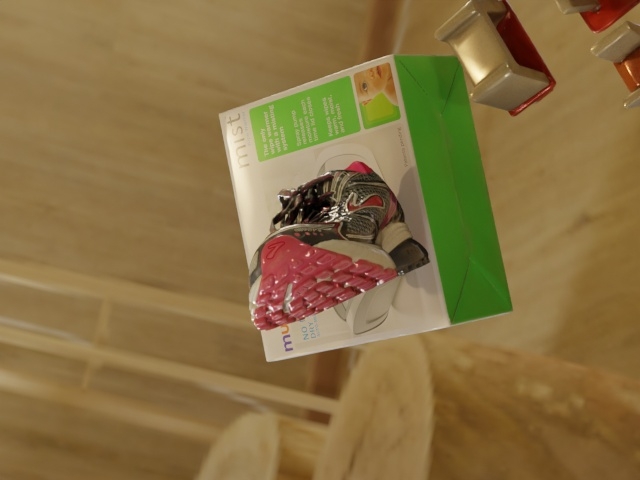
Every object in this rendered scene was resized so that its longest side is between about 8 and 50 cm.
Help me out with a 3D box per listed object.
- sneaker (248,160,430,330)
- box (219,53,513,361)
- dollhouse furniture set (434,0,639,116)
[{"bbox_3d":[0.000,0.000,1.239,0.112,0.121,0.299,66,-166,2],"label":"sneaker"},{"bbox_3d":[0.043,-0.030,1.478,0.231,0.127,0.262,-13,86,37],"label":"box"},{"bbox_3d":[0.239,-0.227,1.326,0.259,0.135,0.262,-38,71,31],"label":"dollhouse furniture set"}]
